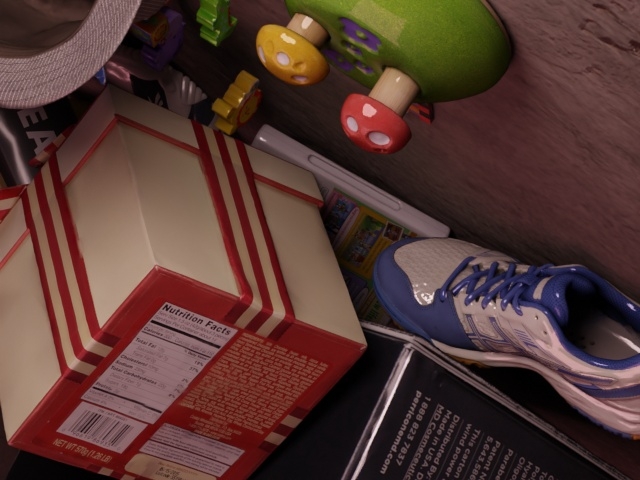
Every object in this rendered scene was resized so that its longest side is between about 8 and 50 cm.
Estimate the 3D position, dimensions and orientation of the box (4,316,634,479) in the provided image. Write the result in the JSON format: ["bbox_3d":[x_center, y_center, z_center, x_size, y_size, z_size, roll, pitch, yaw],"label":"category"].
[{"bbox_3d":[0.033,0.269,1.915,0.472,0.297,0.480,32,169,-36],"label":"box"}]

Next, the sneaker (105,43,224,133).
[{"bbox_3d":[-0.164,-0.070,1.877,0.094,0.153,0.235,21,162,36],"label":"sneaker"}]

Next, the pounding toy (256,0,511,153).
[{"bbox_3d":[0.013,-0.142,1.322,0.183,0.110,0.237,22,162,40],"label":"pounding toy"}]

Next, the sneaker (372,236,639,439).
[{"bbox_3d":[0.179,0.051,1.657,0.296,0.112,0.131,23,151,19],"label":"sneaker"}]

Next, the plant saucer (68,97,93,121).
[{"bbox_3d":[-0.197,-0.086,2.127,0.188,0.045,0.188,20,160,44],"label":"plant saucer"}]

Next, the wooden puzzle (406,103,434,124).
[{"bbox_3d":[0.064,-0.112,1.523,0.049,0.006,0.083,30,166,16],"label":"wooden puzzle"}]

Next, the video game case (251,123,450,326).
[{"bbox_3d":[0.000,0.000,1.838,0.193,0.023,0.212,30,145,-1],"label":"video game case"}]

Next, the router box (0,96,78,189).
[{"bbox_3d":[-0.296,-0.111,1.897,0.309,0.081,0.243,66,164,2],"label":"router box"}]

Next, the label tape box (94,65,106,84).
[{"bbox_3d":[-0.351,-0.253,1.631,0.347,0.115,0.249,27,145,36],"label":"label tape box"}]

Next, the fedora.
[{"bbox_3d":[-0.196,-0.219,1.409,0.275,0.244,0.124,24,-167,26],"label":"fedora"}]

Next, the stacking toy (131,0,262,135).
[{"bbox_3d":[-0.131,-0.189,1.624,0.167,0.052,0.221,33,162,16],"label":"stacking toy"}]

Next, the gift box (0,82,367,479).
[{"bbox_3d":[-0.154,0.049,1.671,0.255,0.276,0.258,28,-150,-36],"label":"gift box"}]
